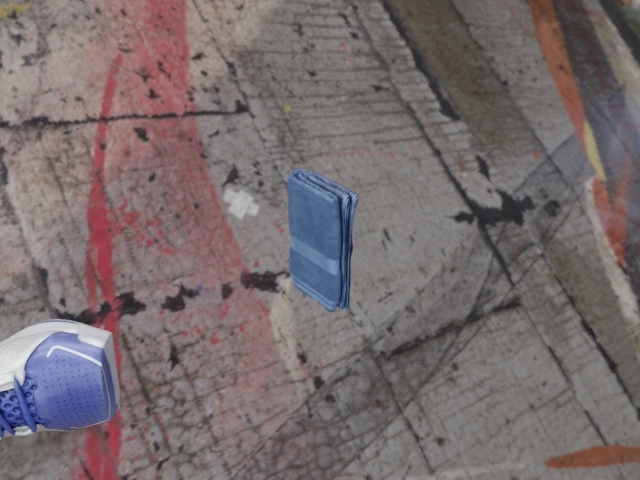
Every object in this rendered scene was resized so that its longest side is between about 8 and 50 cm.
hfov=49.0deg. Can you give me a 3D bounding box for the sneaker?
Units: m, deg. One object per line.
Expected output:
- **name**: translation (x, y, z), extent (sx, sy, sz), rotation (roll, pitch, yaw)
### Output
- **sneaker**: translation (-0.364, 0.173, 0.676), extent (0.316, 0.127, 0.182), rotation (-1, 24, 6)

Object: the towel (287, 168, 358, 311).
- **towel**: translation (0.000, 0.000, 0.594), extent (0.029, 0.119, 0.067), rotation (-29, 45, -33)
